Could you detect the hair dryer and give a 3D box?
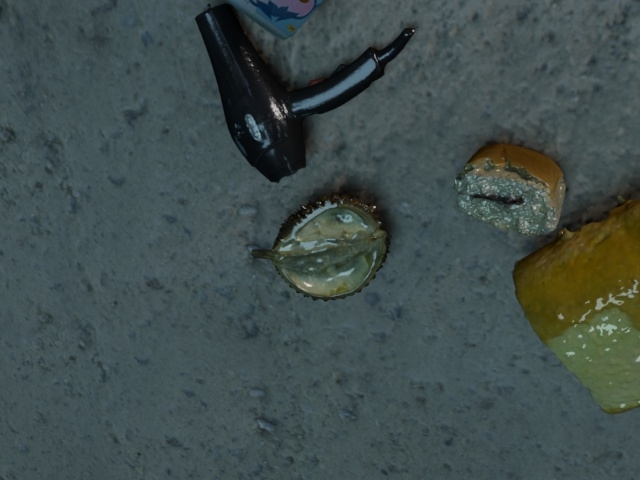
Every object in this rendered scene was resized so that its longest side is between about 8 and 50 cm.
[{"bbox_3d":[-0.007,-0.218,1.036,0.272,0.091,0.235,-21,101,17],"label":"hair dryer"}]

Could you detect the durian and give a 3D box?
[{"bbox_3d":[0.000,0.000,1.133,0.188,0.091,0.148,-10,117,0],"label":"durian"}]

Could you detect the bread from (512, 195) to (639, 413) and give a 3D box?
[{"bbox_3d":[0.426,0.034,0.952,0.375,0.165,0.236,-33,106,34],"label":"bread"}]

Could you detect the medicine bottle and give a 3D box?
[{"bbox_3d":[-0.027,-0.330,0.921,0.119,0.094,0.188,30,114,-36],"label":"medicine bottle"}]

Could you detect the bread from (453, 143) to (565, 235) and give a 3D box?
[{"bbox_3d":[0.228,-0.068,1.002,0.125,0.106,0.082,13,130,17],"label":"bread"}]
